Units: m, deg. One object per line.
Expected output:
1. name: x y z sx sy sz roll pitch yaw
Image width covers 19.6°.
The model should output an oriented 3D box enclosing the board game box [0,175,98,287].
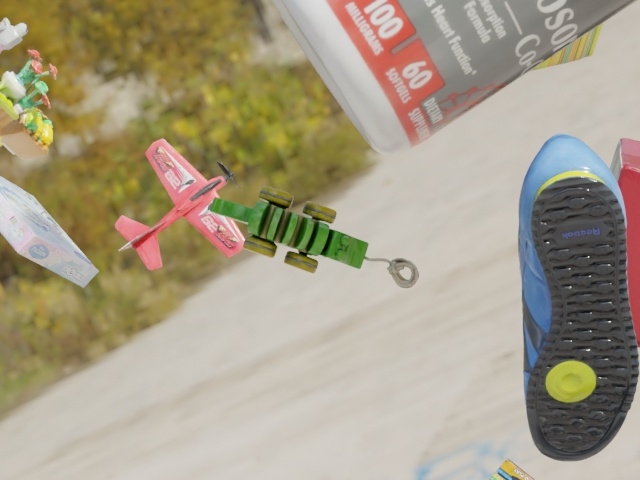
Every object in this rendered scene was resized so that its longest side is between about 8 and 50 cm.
1. board game box: -0.211 -0.012 1.327 0.020 0.090 0.090 -47 -29 3

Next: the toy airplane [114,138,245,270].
1. toy airplane: -0.148 -0.026 1.932 0.151 0.151 0.028 -25 -13 -14

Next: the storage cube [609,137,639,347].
1. storage cube: 0.391 0.011 2.004 0.193 0.215 0.184 15 15 5

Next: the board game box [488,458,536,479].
1. board game box: 0.208 0.326 1.861 0.141 0.170 0.048 -47 -23 -15

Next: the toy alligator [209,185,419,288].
1. toy alligator: 0.000 0.000 1.549 0.189 0.056 0.051 20 -2 -9

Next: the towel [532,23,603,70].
1. towel: 0.225 -0.225 1.926 0.021 0.102 0.237 33 32 32

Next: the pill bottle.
1. pill bottle: 0.142 -0.241 1.378 0.363 0.210 0.210 -34 6 1

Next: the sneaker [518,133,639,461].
1. sneaker: 0.156 0.035 1.140 0.069 0.209 0.082 -4 27 1

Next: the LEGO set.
1. LEGO set: -0.259 -0.173 1.405 0.107 0.287 0.132 -35 32 1
